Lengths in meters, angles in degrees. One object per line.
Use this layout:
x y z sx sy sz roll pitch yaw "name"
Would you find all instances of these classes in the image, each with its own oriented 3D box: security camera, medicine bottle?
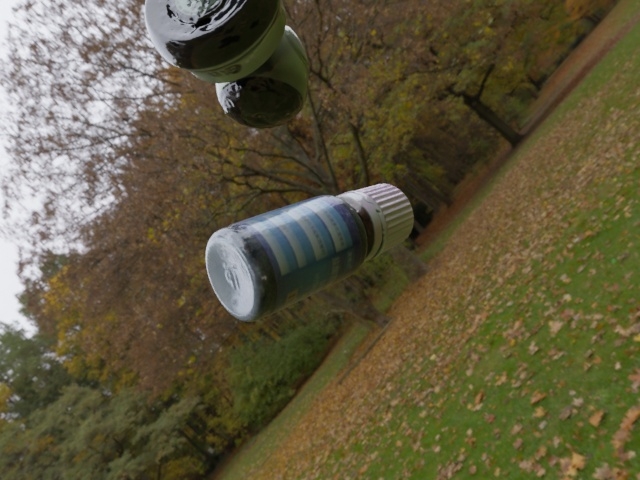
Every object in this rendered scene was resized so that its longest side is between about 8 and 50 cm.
-0.116 -0.292 0.787 0.197 0.191 0.277 -10 -18 16 "security camera"
0.000 0.000 0.466 0.203 0.083 0.083 -24 -21 -39 "medicine bottle"
